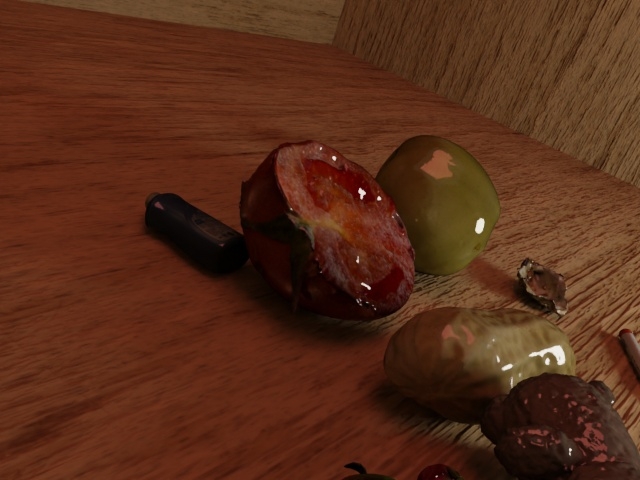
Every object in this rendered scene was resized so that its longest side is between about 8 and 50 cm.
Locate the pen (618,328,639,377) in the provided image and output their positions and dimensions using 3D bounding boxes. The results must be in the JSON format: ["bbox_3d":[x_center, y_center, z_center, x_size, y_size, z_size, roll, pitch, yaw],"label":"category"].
[{"bbox_3d":[0.559,0.218,1.103,0.026,0.026,0.218,20,24,2],"label":"pen"}]

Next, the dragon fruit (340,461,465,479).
[{"bbox_3d":[0.056,0.276,0.437,0.198,0.218,0.273,-11,11,35],"label":"dragon fruit"}]

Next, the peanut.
[{"bbox_3d":[0.223,0.162,0.842,0.313,0.152,0.152,6,27,-39],"label":"peanut"}]

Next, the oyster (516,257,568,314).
[{"bbox_3d":[0.431,0.087,1.250,0.103,0.051,0.148,22,40,-2],"label":"oyster"}]

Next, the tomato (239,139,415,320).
[{"bbox_3d":[-0.006,0.002,0.976,0.309,0.170,0.309,32,44,-37],"label":"tomato"}]

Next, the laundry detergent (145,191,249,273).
[{"bbox_3d":[-0.207,-0.023,1.006,0.206,0.061,0.097,31,28,26],"label":"laundry detergent"}]

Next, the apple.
[{"bbox_3d":[0.198,-0.064,1.168,0.262,0.262,0.262,16,25,-7],"label":"apple"}]

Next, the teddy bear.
[{"bbox_3d":[0.273,0.262,0.654,0.236,0.151,0.267,39,27,-25],"label":"teddy bear"}]
